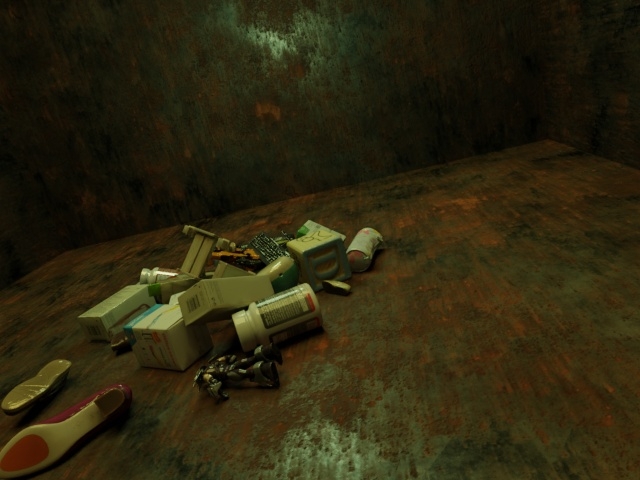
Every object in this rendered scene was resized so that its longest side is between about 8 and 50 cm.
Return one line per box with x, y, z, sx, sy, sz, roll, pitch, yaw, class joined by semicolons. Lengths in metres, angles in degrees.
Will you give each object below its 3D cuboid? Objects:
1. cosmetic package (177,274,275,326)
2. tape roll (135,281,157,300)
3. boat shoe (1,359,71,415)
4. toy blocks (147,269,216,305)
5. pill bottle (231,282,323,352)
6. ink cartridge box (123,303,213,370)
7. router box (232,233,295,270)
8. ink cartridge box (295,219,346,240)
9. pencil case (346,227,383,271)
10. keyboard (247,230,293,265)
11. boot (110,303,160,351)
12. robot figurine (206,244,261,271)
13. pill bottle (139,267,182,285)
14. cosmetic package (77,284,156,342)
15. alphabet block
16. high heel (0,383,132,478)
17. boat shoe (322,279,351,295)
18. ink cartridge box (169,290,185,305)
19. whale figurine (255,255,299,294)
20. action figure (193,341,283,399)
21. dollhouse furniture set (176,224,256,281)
-0.324;0.207;1.687;0.160;0.113;0.309;-33;-20;34;cosmetic package
-0.831;0.235;2.433;0.219;0.072;0.219;-14;17;5;tape roll
-0.966;0.518;1.644;0.102;0.092;0.285;7;18;4;boat shoe
-0.583;0.203;2.136;0.381;0.191;0.261;-9;5;-26;toy blocks
-0.149;0.266;1.629;0.283;0.161;0.161;-19;18;-13;pill bottle
-0.538;0.341;1.700;0.232;0.171;0.168;-4;20;32;ink cartridge box
-0.291;0.067;2.488;0.308;0.081;0.243;-12;19;10;router box
0.000;0.000;2.299;0.208;0.087;0.153;24;28;11;ink cartridge box
0.194;0.040;2.126;0.124;0.114;0.273;12;25;16;pencil case
-0.210;0.035;2.341;0.201;0.033;0.317;-39;49;-16;keyboard
-0.747;0.354;1.965;0.206;0.090;0.248;-16;21;-10;boot
-0.427;0.080;2.259;0.291;0.085;0.211;9;19;-28;robot figurine
-0.743;0.194;2.283;0.216;0.121;0.121;9;15;-10;pill bottle
-0.897;0.321;2.130;0.153;0.129;0.296;-7;20;29;cosmetic package
-0.008;0.082;2.028;0.192;0.193;0.197;-19;18;-18;alphabet block
-0.730;0.554;1.389;0.377;0.127;0.181;-26;-9;-20;high heel
0.065;0.185;1.898;0.135;0.050;0.045;16;31;42;boat shoe
-0.535;0.290;1.884;0.063;0.150;0.109;-22;19;-6;ink cartridge box
-0.178;0.162;1.927;0.216;0.141;0.272;-38;4;-20;whale figurine
-0.260;0.397;1.439;0.285;0.099;0.185;-14;24;17;action figure
-0.459;0.134;1.968;0.355;0.303;0.174;18;-8;41;dollhouse furniture set
